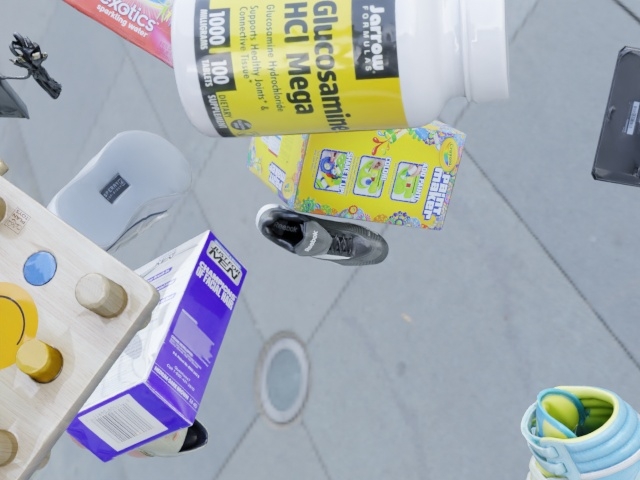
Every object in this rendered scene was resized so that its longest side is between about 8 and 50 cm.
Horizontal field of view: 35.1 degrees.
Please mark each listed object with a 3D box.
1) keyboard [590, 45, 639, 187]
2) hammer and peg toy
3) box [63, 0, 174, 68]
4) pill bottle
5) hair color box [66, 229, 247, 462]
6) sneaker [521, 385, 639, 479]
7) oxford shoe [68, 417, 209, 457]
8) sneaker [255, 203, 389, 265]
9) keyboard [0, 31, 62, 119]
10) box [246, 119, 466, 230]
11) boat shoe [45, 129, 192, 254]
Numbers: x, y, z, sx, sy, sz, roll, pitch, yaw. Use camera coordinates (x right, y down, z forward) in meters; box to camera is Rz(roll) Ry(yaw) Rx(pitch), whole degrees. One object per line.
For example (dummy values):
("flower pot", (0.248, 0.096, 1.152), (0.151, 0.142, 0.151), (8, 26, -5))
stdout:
("keyboard", (0.429, -0.160, 1.339), (0.023, 0.108, 0.180), (-62, -18, -76))
("hammer and peg toy", (-0.372, 0.056, 1.074), (0.361, 0.127, 0.266), (34, 83, 20))
("box", (-0.227, -0.317, 1.252), (0.128, 0.257, 0.122), (-59, 5, 8))
("pill bottle", (0.028, -0.208, 1.067), (0.334, 0.188, 0.187), (-2, 76, 12))
("hair color box", (-0.243, 0.153, 1.526), (0.185, 0.110, 0.338), (-27, 30, 30))
("sneaker", (0.289, 0.292, 1.296), (0.319, 0.208, 0.127), (-37, 24, 25))
("oxford shoe", (-0.309, 0.297, 1.740), (0.147, 0.397, 0.140), (0, 75, 15))
("sneaker", (0.000, 0.000, 1.702), (0.106, 0.234, 0.078), (-73, -1, -81))
("keyboard", (-0.419, -0.210, 1.252), (0.317, 0.202, 0.033), (100, 172, -80))
("box", (0.053, -0.156, 1.771), (0.290, 0.279, 0.176), (-136, 56, -64))
("boat shoe", (-0.309, -0.034, 1.438), (0.156, 0.136, 0.367), (-41, 10, 27))
